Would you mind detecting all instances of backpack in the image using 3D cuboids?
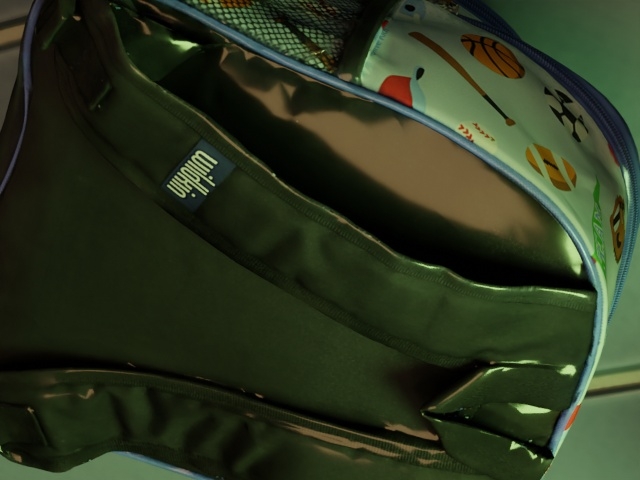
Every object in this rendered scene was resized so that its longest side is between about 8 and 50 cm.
[{"bbox_3d":[0.000,0.000,0.828,0.263,0.213,0.276,28,131,9],"label":"backpack"}]
